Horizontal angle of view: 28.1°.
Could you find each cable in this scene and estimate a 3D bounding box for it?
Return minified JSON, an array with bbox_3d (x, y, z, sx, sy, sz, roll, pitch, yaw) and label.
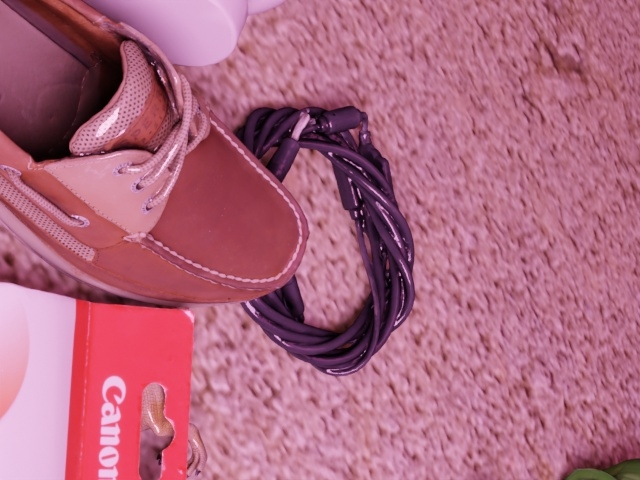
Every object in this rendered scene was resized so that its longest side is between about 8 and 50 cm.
[{"bbox_3d":[0.000,0.000,0.851,0.150,0.047,0.184,-5,88,-46],"label":"cable"}]

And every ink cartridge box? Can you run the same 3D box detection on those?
[{"bbox_3d":[-0.145,0.097,0.656,0.179,0.045,0.145,6,79,-24],"label":"ink cartridge box"}]

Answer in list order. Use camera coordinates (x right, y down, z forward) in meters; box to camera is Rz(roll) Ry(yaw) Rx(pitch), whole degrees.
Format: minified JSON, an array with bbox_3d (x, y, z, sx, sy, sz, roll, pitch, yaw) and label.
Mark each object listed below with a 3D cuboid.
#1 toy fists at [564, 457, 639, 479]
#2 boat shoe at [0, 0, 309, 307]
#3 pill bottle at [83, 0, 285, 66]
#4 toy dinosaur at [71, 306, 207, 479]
[{"bbox_3d":[0.262,0.318,1.035,0.142,0.096,0.279,17,70,-44],"label":"toy fists"},{"bbox_3d":[-0.121,-0.054,0.675,0.324,0.116,0.123,30,68,-35],"label":"boat shoe"},{"bbox_3d":[-0.054,-0.237,0.762,0.146,0.146,0.264,36,60,-36],"label":"pill bottle"},{"bbox_3d":[-0.102,0.092,0.729,0.183,0.053,0.093,-47,115,-39],"label":"toy dinosaur"}]
